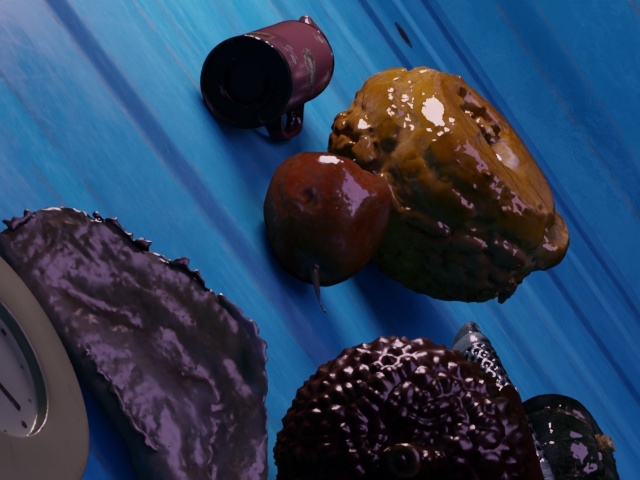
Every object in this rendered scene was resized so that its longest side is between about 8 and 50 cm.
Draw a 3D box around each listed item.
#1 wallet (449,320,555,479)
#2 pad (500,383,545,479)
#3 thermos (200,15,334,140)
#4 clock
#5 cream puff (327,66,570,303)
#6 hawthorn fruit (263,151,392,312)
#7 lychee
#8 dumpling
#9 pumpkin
[{"bbox_3d":[0.168,0.262,1.734,0.342,0.075,0.237,-107,-159,-61],"label":"wallet"},{"bbox_3d":[0.151,0.280,1.636,0.004,0.267,0.181,10,40,-19],"label":"pad"},{"bbox_3d":[-0.043,-0.203,2.095,0.136,0.109,0.330,57,17,-3],"label":"thermos"},{"bbox_3d":[-0.247,0.086,1.199,0.235,0.029,0.235,53,18,-25],"label":"clock"},{"bbox_3d":[0.149,-0.057,2.176,0.343,0.231,0.327,38,21,-35],"label":"cream puff"},{"bbox_3d":[-0.008,-0.016,1.887,0.149,0.149,0.189,52,58,-21],"label":"hawthorn fruit"},{"bbox_3d":[0.073,0.201,1.553,0.236,0.236,0.271,58,1,-1],"label":"lychee"},{"bbox_3d":[-0.131,0.112,1.372,0.166,0.086,0.332,-23,81,-40],"label":"dumpling"},{"bbox_3d":[0.308,0.291,2.170,0.190,0.146,0.190,27,58,-53],"label":"pumpkin"}]
